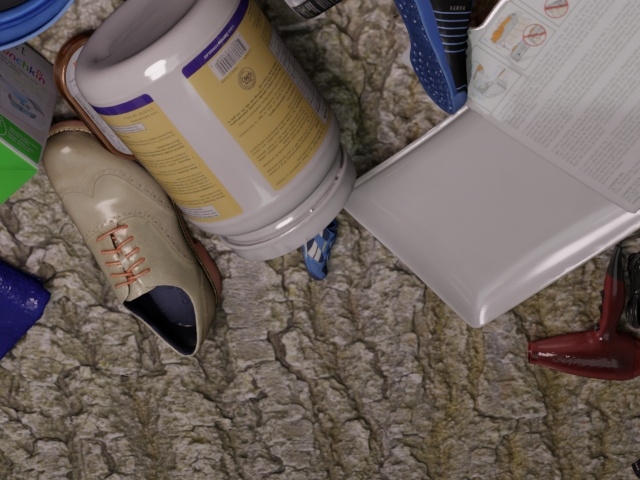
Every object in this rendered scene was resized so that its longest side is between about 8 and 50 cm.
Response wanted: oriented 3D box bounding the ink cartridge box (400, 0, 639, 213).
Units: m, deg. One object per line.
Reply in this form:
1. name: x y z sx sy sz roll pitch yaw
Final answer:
1. ink cartridge box: 0.343 -0.254 1.464 0.385 0.091 0.308 32 120 -9

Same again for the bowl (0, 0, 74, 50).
1. bowl: -0.445 -0.409 1.344 0.391 0.077 0.391 0 120 1

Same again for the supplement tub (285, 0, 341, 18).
1. supplement tub: 0.033 -0.363 1.394 0.190 0.117 0.117 -29 123 18

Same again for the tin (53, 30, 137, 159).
1. tin: -0.274 -0.191 1.532 0.106 0.040 0.190 -44 122 -13

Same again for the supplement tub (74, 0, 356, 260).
1. supplement tub: -0.124 -0.157 1.465 0.241 0.241 0.331 -27 123 17

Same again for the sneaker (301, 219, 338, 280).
1. sneaker: 0.000 0.000 1.705 0.059 0.053 0.144 -9 128 2

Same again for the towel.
1. towel: -0.584 0.066 1.724 0.308 0.076 0.227 35 122 -23

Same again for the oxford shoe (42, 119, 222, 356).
1. oxford shoe: -0.262 0.001 1.636 0.140 0.147 0.397 -26 123 17

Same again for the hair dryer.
1. hair dryer: 0.457 0.121 1.818 0.293 0.080 0.224 -35 105 15

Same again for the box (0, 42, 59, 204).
1. box: -0.477 -0.119 1.485 0.262 0.231 0.126 -37 122 22

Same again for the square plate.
1. square plate: 0.258 -0.061 1.669 0.344 0.049 0.347 -35 121 22

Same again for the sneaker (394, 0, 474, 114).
1. sneaker: 0.153 -0.261 1.399 0.090 0.081 0.232 -36 133 -13

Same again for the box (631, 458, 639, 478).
1. box: 0.651 0.396 2.041 0.162 0.029 0.116 -37 120 24
